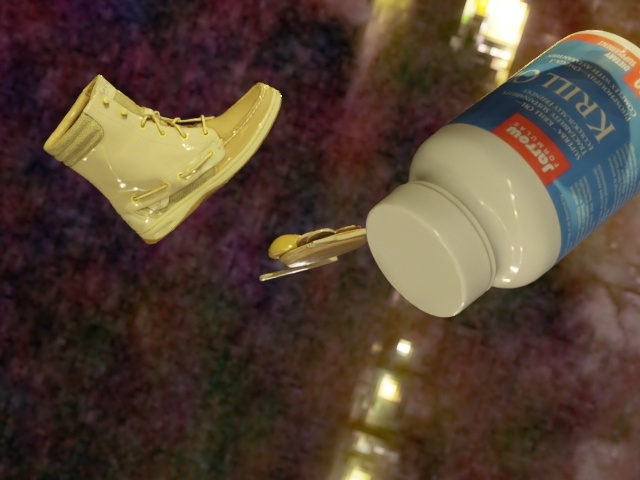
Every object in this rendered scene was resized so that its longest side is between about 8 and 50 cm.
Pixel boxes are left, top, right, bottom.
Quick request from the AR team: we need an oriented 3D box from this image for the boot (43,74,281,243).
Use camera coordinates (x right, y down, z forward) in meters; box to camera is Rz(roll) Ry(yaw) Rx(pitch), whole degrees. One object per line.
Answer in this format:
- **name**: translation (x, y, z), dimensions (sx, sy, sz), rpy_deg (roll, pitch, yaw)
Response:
- **boot**: translation (-0.198, -0.147, 1.710), dimensions (0.262, 0.203, 0.095), rpy_deg (-43, -159, 12)

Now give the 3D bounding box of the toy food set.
- **toy food set**: translation (0.000, 0.000, 1.709), dimensions (0.192, 0.132, 0.039), rpy_deg (-33, -107, 62)

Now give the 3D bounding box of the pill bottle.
- **pill bottle**: translation (0.141, -0.044, 0.939), dimensions (0.221, 0.124, 0.124), rpy_deg (-38, 158, -27)
